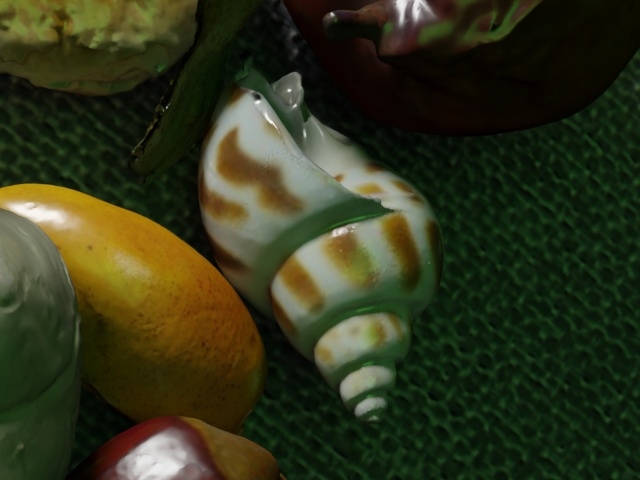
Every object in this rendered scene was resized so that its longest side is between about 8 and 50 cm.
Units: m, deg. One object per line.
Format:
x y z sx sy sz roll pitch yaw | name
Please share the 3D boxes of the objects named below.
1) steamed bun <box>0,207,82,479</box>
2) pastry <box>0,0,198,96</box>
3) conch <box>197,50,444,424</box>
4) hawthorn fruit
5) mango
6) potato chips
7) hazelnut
-0.303 0.155 1.035 0.383 0.247 0.236 -31 87 1 | steamed bun
-0.196 -0.251 1.225 0.330 0.136 0.329 1 85 -18 | pastry
0.000 0.001 1.228 0.183 0.275 0.148 14 119 -49 | conch
0.113 -0.219 1.227 0.308 0.325 0.308 -3 109 -9 | hawthorn fruit
-0.146 0.048 1.198 0.252 0.154 0.126 42 64 -21 | mango
-0.094 -0.113 1.216 0.026 0.209 0.142 33 54 8 | potato chips
-0.111 0.230 1.151 0.212 0.181 0.181 57 39 -45 | hazelnut
